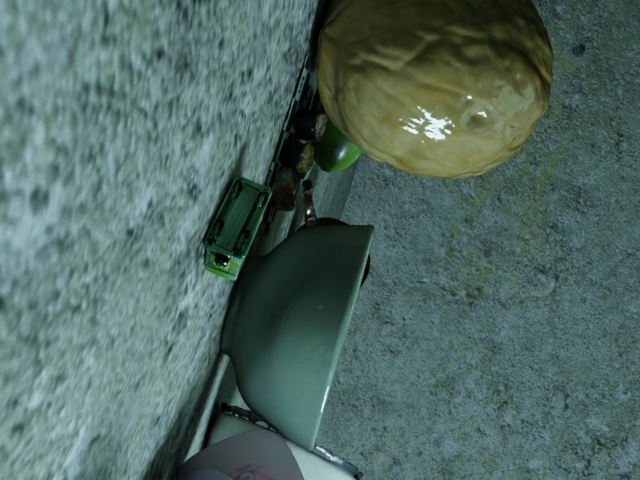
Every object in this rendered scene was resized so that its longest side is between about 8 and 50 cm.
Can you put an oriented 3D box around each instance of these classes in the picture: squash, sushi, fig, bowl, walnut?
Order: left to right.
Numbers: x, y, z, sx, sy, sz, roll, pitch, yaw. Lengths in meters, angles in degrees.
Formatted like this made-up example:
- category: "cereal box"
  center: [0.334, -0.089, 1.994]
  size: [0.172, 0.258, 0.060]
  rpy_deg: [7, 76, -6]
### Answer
- category: "bowl"
  center: [-0.037, 0.101, 0.988]
  size: [0.289, 0.146, 0.289]
  rpy_deg: [16, 90, -85]
- category: "sushi"
  center: [-0.025, -0.106, 1.005]
  size: [0.193, 0.040, 0.210]
  rpy_deg: [68, 39, -85]
- category: "fig"
  center: [0.011, 0.026, 1.348]
  size: [0.202, 0.149, 0.148]
  rpy_deg: [92, 21, -61]
- category: "squash"
  center: [0.067, -0.279, 1.132]
  size: [0.101, 0.101, 0.378]
  rpy_deg: [-42, 148, -83]
- category: "walnut"
  center: [0.135, -0.212, 0.966]
  size: [0.252, 0.313, 0.277]
  rpy_deg: [-20, -116, 52]

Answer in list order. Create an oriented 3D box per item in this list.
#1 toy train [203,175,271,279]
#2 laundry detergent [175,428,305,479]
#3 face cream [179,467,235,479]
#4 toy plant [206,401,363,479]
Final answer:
- category: "toy train"
  center: [-0.077, -0.011, 0.714]
  size: [0.056, 0.038, 0.093]
  rpy_deg: [113, -3, -55]
- category: "laundry detergent"
  center: [-0.060, 0.376, 0.843]
  size: [0.088, 0.159, 0.335]
  rpy_deg: [57, 9, -52]
- category: "face cream"
  center: [-0.162, 0.325, 0.718]
  size: [0.274, 0.096, 0.154]
  rpy_deg: [-41, 153, -58]
- category: "toy plant"
  center: [-0.106, 0.419, 1.072]
  size: [0.247, 0.247, 0.332]
  rpy_deg: [98, 17, -70]
